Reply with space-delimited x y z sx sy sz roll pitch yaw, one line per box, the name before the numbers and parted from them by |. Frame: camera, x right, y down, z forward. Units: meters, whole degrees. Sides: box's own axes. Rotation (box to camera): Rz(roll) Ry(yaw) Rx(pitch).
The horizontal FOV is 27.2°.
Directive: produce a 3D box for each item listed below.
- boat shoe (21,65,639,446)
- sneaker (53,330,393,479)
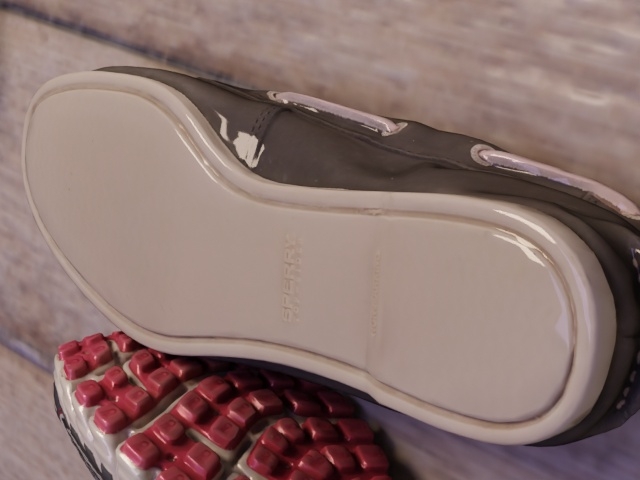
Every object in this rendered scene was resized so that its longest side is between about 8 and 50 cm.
boat shoe | 0.000 0.000 0.535 0.335 0.095 0.112 19 106 43
sneaker | -0.016 0.145 0.523 0.299 0.121 0.112 44 122 29
